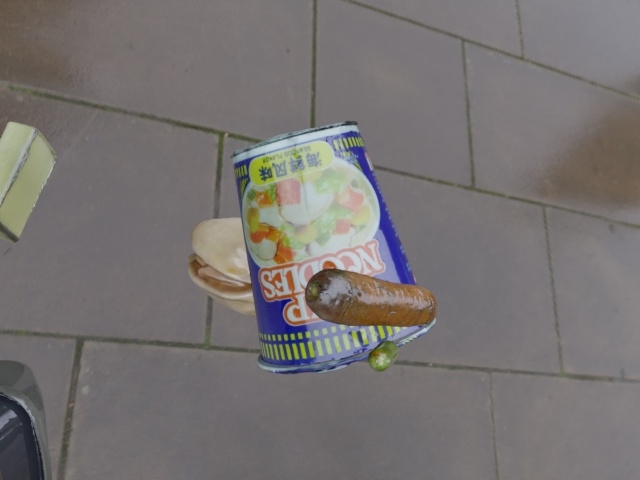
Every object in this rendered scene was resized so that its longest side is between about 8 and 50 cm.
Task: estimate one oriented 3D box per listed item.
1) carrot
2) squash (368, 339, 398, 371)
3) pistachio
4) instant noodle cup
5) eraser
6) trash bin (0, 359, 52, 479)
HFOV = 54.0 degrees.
[{"bbox_3d":[0.062,0.071,0.709,0.186,0.060,0.060,13,66,-36],"label":"carrot"},{"bbox_3d":[0.069,0.129,0.695,0.027,0.083,0.027,0,89,15],"label":"squash"},{"bbox_3d":[-0.154,0.046,1.313,0.214,0.318,0.193,-15,121,-49],"label":"pistachio"},{"bbox_3d":[0.000,0.000,0.927,0.284,0.284,0.312,-17,95,-31],"label":"instant noodle cup"},{"bbox_3d":[-0.505,-0.094,1.029,0.058,0.117,0.172,17,72,-2],"label":"eraser"},{"bbox_3d":[-0.399,0.264,0.634,0.182,0.209,0.290,10,19,12],"label":"trash bin"}]
